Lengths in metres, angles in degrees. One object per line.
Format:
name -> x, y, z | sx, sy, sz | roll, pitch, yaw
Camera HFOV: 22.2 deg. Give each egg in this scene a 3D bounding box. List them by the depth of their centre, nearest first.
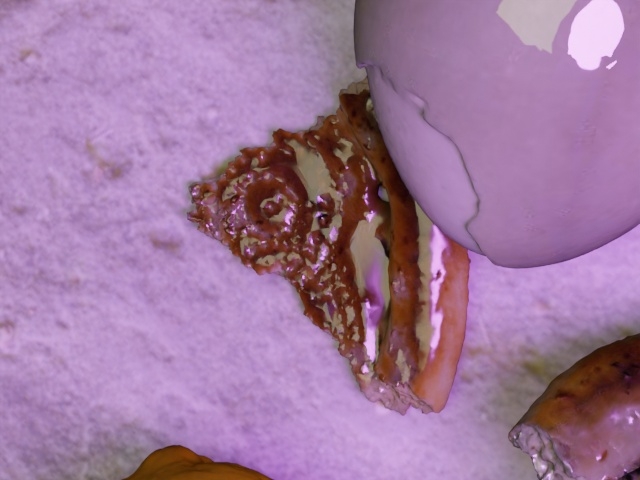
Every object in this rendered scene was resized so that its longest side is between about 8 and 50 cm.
egg -> 0.159, -0.149, 1.114 | 0.278, 0.278, 0.336 | 23, 93, 18

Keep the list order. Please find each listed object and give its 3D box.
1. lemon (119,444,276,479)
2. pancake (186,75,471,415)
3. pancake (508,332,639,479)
lemon -> -0.095, 0.303, 1.218 | 0.260, 0.260, 0.284 | 9, 94, 19
pancake -> 0.000, 0.000, 1.284 | 0.244, 0.057, 0.266 | 5, 92, 20
pancake -> 0.340, 0.148, 1.080 | 0.427, 0.067, 0.305 | 13, 55, 12
